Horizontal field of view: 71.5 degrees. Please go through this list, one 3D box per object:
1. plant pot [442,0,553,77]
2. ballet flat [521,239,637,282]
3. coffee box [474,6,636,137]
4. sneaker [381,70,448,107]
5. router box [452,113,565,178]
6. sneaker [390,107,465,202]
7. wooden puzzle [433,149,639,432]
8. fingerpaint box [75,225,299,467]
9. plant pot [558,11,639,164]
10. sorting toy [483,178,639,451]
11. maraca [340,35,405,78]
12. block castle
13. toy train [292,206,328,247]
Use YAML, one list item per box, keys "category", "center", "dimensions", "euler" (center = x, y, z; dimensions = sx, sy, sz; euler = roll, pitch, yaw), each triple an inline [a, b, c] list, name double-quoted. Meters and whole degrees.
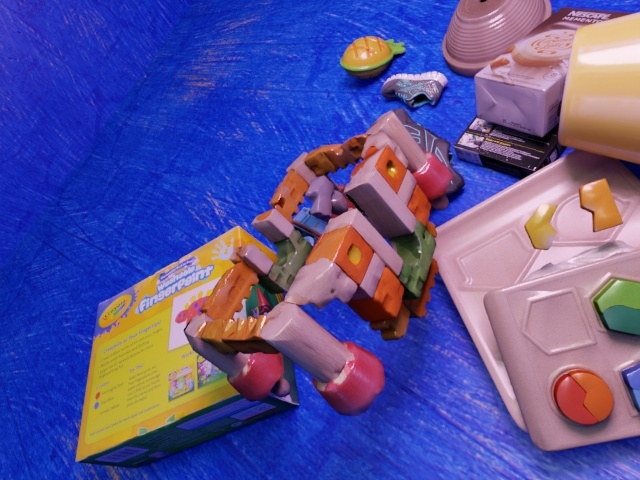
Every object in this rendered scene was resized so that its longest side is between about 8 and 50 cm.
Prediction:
- category: "plant pot"
  center: [0.375, -0.489, 0.983]
  dimensions: [0.237, 0.110, 0.237]
  euler: [-19, 54, 27]
- category: "ballet flat"
  center: [0.343, 0.047, 0.612]
  dimensions: [0.168, 0.057, 0.052]
  euler: [-22, 28, 19]
- category: "coffee box"
  center: [0.417, -0.309, 0.801]
  dimensions: [0.246, 0.098, 0.141]
  euler: [-40, 45, -14]
- category: "sneaker"
  center: [0.211, -0.348, 1.049]
  dimensions: [0.166, 0.065, 0.076]
  euler: [6, 71, 40]
- category: "router box"
  center: [0.366, -0.196, 0.845]
  dimensions: [0.133, 0.046, 0.179]
  euler: [-52, 46, -4]
- category: "sneaker"
  center: [0.214, -0.184, 0.935]
  dimensions: [0.106, 0.101, 0.267]
  euler: [-16, 56, 7]
- category: "wooden puzzle"
  center: [0.370, 0.063, 0.664]
  dimensions: [0.322, 0.080, 0.347]
  euler: [-31, 53, 17]
- category: "fingerpaint box"
  center: [-0.291, 0.236, 0.973]
  dimensions: [0.445, 0.163, 0.371]
  euler: [-28, 50, 18]
- category: "plant pot"
  center: [0.461, -0.203, 0.589]
  dimensions: [0.239, 0.254, 0.254]
  euler: [11, 69, 28]
- category: "sorting toy"
  center: [0.332, 0.091, 0.554]
  dimensions: [0.229, 0.041, 0.307]
  euler: [-20, 79, 19]
- category: "maraca"
  center: [0.137, -0.489, 1.171]
  dimensions: [0.186, 0.099, 0.127]
  euler: [-33, 51, -19]
- category: "block castle"
  center: [0.023, 0.034, 0.716]
  dimensions: [0.303, 0.213, 0.453]
  euler: [-15, 38, 47]
- category: "toy train"
  center: [0.000, 0.000, 0.971]
  dimensions: [0.184, 0.080, 0.105]
  euler: [27, 75, 44]
